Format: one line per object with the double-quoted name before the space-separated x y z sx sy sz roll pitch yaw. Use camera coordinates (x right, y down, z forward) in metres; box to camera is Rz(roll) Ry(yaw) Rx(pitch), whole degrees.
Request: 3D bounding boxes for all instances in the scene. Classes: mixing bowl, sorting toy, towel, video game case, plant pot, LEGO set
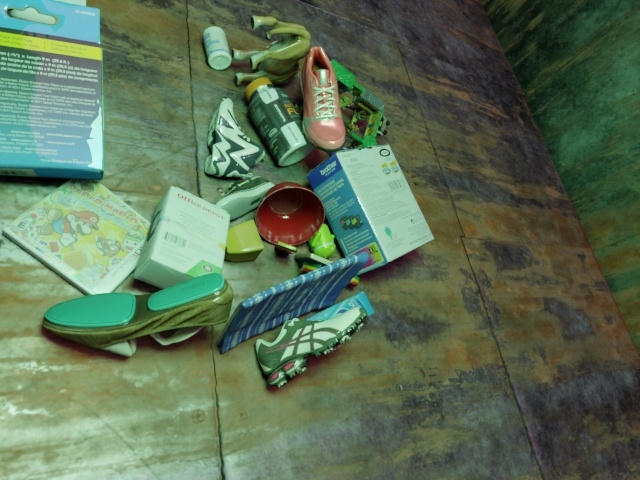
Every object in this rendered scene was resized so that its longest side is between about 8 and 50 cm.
"mixing bowl" -0.085 -0.085 1.152 0.181 0.181 0.098 19 30 -26
"sorting toy" -0.003 0.075 1.137 0.274 0.132 0.046 24 80 -19
"towel" -0.056 0.138 0.972 0.336 0.243 0.040 -20 67 -36
"video game case" -0.479 -0.013 0.911 0.227 0.026 0.206 40 49 -10
"plant pot" -0.199 0.008 1.064 0.083 0.081 0.081 -15 74 -29
"LEGO set" 0.045 -0.415 1.437 0.331 0.192 0.255 16 82 -34

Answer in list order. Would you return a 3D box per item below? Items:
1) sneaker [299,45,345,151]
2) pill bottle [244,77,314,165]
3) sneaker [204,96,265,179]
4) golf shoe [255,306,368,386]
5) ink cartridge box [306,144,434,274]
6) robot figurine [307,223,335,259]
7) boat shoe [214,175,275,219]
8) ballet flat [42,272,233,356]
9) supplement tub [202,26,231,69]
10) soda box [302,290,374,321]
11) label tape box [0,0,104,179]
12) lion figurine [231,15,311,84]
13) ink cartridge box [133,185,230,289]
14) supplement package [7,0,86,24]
"sneaker" -0.003 -0.388 1.183 0.116 0.136 0.314 -9 69 -8
"pill bottle" -0.127 -0.352 1.277 0.130 0.130 0.246 -25 81 -41
"sneaker" -0.222 -0.268 1.189 0.153 0.094 0.235 15 58 -30
"golf shoe" -0.022 0.214 0.982 0.273 0.105 0.120 -33 73 -2
"ink cartridge box" 0.140 -0.126 1.293 0.270 0.151 0.395 -20 85 -46
"robot figurine" 0.000 0.000 1.212 0.101 0.067 0.115 13 52 -67
"boat shoe" -0.207 -0.114 1.128 0.070 0.078 0.219 39 36 14
"ballet flat" -0.335 0.155 0.840 0.342 0.124 0.116 -12 30 -11
"supplement tub" -0.312 -0.578 1.312 0.071 0.071 0.107 -3 67 -36
"soda box" 0.038 0.204 1.123 0.210 0.071 0.067 -20 78 -40
"label tape box" -0.564 -0.297 0.865 0.240 0.106 0.334 -1 87 -26
"lion figurine" -0.116 -0.544 1.270 0.240 0.392 0.142 -13 105 -23
"ink cartridge box" -0.294 0.006 0.953 0.154 0.093 0.212 28 43 -30
"supplement package" -0.676 -0.517 0.973 0.262 0.145 0.204 5 63 -34
